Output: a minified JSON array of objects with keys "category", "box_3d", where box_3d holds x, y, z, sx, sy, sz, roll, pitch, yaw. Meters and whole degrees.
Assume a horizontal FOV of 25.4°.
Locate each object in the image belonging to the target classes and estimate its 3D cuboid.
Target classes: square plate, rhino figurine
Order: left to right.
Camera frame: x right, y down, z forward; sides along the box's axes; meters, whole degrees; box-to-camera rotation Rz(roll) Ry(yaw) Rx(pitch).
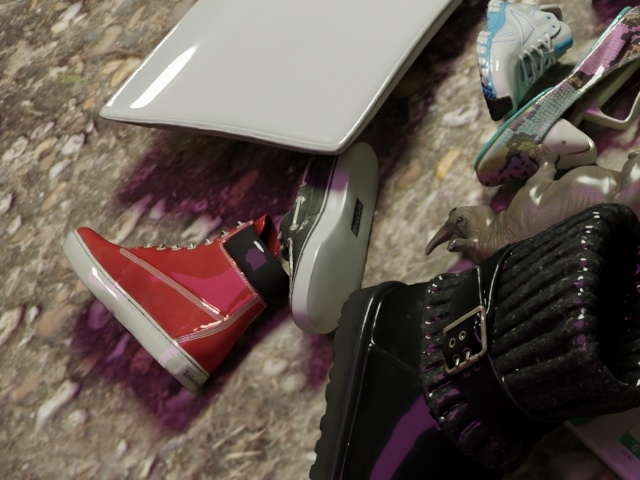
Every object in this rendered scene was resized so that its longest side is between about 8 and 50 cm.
[{"category":"square plate","box_3d":[-0.015,-0.217,1.505,0.344,0.049,0.347,11,52,40]},{"category":"rhino figurine","box_3d":[0.197,-0.025,1.221,0.243,0.073,0.106,-17,45,25]}]

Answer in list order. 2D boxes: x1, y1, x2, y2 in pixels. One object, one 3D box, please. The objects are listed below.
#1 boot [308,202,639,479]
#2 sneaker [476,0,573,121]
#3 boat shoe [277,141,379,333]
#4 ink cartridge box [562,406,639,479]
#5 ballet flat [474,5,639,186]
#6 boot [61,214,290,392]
[{"category":"boot","box_3d":[0.126,0.150,1.033,0.260,0.131,0.348,-17,58,37]},{"category":"sneaker","box_3d":[0.194,-0.179,1.330,0.083,0.071,0.191,-4,35,17]},{"category":"boat shoe","box_3d":[0.000,0.000,1.340,0.070,0.078,0.219,-8,44,29]},{"category":"ink cartridge box","box_3d":[0.279,0.075,1.100,0.224,0.056,0.181,-44,44,-1]},{"category":"ballet flat","box_3d":[0.238,-0.117,1.275,0.221,0.077,0.079,-44,63,-4]},{"category":"boot","box_3d":[-0.138,0.019,1.411,0.176,0.088,0.244,-47,52,-7]}]
